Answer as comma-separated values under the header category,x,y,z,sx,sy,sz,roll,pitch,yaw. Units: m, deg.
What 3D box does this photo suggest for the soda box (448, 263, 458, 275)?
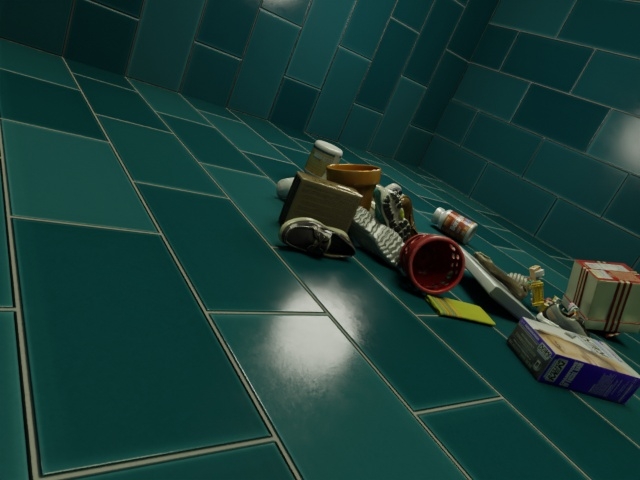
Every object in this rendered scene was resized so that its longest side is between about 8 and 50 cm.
category,x,y,z,sx,sy,sz,roll,pitch,yaw
soda box,0.460,0.068,1.932,0.181,0.061,0.058,37,22,33

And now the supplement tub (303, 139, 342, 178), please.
category,x,y,z,sx,sy,sz,roll,pitch,yaw
supplement tub,0.006,-0.365,2.330,0.144,0.199,0.144,22,19,-8

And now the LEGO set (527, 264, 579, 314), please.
category,x,y,z,sx,sy,sz,roll,pitch,yaw
LEGO set,0.886,0.217,1.936,0.287,0.132,0.107,43,10,-12

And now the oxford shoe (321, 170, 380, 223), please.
category,x,y,z,sx,sy,sz,roll,pitch,yaw
oxford shoe,0.156,-0.118,1.993,0.449,0.130,0.169,42,-11,14

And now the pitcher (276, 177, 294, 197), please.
category,x,y,z,sx,sy,sz,roll,pitch,yaw
pitcher,-0.042,-0.185,1.889,0.178,0.125,0.207,-30,45,-34

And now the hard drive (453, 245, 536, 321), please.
category,x,y,z,sx,sy,sz,roll,pitch,yaw
hard drive,0.649,0.163,1.840,0.233,0.047,0.353,37,14,-20

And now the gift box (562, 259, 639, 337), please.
category,x,y,z,sx,sy,sz,roll,pitch,yaw
gift box,1.168,0.239,2.038,0.277,0.258,0.255,5,20,7

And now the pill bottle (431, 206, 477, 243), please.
category,x,y,z,sx,sy,sz,roll,pitch,yaw
pill bottle,0.689,-0.083,2.505,0.216,0.121,0.121,33,21,27

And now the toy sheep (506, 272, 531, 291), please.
category,x,y,z,sx,sy,sz,roll,pitch,yaw
toy sheep,0.803,0.177,1.998,0.132,0.091,0.091,20,17,16

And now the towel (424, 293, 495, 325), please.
category,x,y,z,sx,sy,sz,roll,pitch,yaw
towel,0.453,0.229,1.572,0.237,0.021,0.102,15,25,-25

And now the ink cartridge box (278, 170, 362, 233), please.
category,x,y,z,sx,sy,sz,roll,pitch,yaw
ink cartridge box,-0.002,-0.109,1.660,0.235,0.193,0.088,15,21,-26

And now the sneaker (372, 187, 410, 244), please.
category,x,y,z,sx,sy,sz,roll,pitch,yaw
sneaker,0.261,-0.078,1.812,0.107,0.275,0.110,-27,33,-18

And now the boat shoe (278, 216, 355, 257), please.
category,x,y,z,sx,sy,sz,roll,pitch,yaw
boat shoe,0.000,0.000,1.521,0.285,0.102,0.092,14,16,-42

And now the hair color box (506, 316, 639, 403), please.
category,x,y,z,sx,sy,sz,roll,pitch,yaw
hair color box,0.760,0.359,1.455,0.339,0.110,0.185,16,22,-16

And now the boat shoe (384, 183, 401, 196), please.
category,x,y,z,sx,sy,sz,roll,pitch,yaw
boat shoe,0.363,-0.189,2.435,0.158,0.127,0.341,39,31,20

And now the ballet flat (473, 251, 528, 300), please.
category,x,y,z,sx,sy,sz,roll,pitch,yaw
ballet flat,0.683,0.124,1.827,0.250,0.058,0.084,44,13,9

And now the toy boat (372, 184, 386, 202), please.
category,x,y,z,sx,sy,sz,roll,pitch,yaw
toy boat,0.200,-0.187,2.231,0.231,0.150,0.151,15,-8,-23

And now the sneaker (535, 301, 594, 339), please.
category,x,y,z,sx,sy,sz,roll,pitch,yaw
sneaker,0.899,0.323,1.694,0.272,0.108,0.100,37,17,7

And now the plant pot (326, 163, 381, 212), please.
category,x,y,z,sx,sy,sz,roll,pitch,yaw
plant pot,0.122,-0.186,1.842,0.205,0.187,0.205,2,16,0

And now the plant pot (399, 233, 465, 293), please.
category,x,y,z,sx,sy,sz,roll,pitch,yaw
plant pot,0.360,0.068,1.618,0.191,0.191,0.174,20,6,-11

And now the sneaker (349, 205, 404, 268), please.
category,x,y,z,sx,sy,sz,roll,pitch,yaw
sneaker,0.200,-0.003,1.757,0.105,0.115,0.281,-34,74,-30

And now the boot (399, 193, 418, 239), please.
category,x,y,z,sx,sy,sz,roll,pitch,yaw
boot,0.352,-0.076,1.956,0.115,0.112,0.305,54,-4,31
